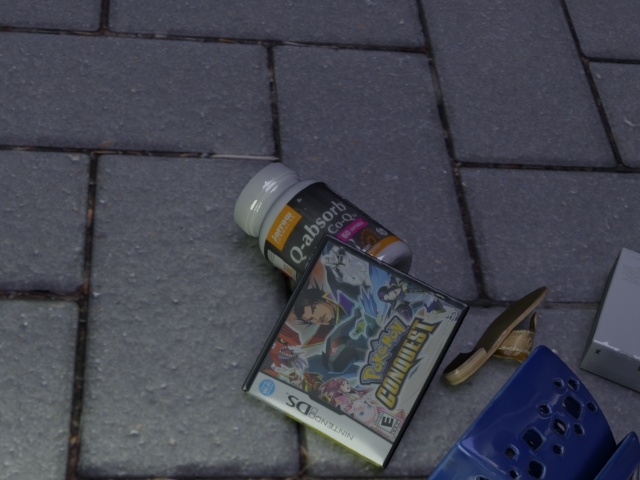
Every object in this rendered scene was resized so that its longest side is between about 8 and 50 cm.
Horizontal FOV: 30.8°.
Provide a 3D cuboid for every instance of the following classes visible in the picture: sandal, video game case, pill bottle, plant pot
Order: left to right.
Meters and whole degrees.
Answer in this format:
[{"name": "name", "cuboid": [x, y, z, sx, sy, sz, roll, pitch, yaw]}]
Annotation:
[{"name": "pill bottle", "cuboid": [0.000, 0.000, 1.908, 0.278, 0.162, 0.162, 37, 53, 21]}, {"name": "video game case", "cuboid": [0.052, 0.163, 1.754, 0.248, 0.035, 0.274, 27, 86, 14]}, {"name": "sandal", "cuboid": [0.302, 0.175, 1.883, 0.240, 0.088, 0.079, -38, 95, -27]}, {"name": "plant pot", "cuboid": [0.295, 0.327, 1.631, 0.212, 0.236, 0.236, 39, 54, 14]}]

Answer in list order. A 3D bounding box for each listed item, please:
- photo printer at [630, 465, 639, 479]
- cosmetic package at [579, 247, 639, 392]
[{"name": "photo printer", "cuboid": [0.576, 0.452, 1.646, 0.308, 0.107, 0.256, 16, 48, 4]}, {"name": "cosmetic package", "cuboid": [0.521, 0.130, 1.941, 0.117, 0.085, 0.231, 23, 51, 10]}]
